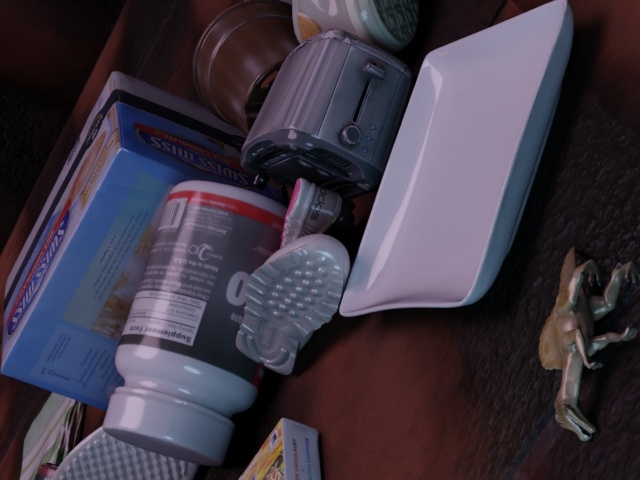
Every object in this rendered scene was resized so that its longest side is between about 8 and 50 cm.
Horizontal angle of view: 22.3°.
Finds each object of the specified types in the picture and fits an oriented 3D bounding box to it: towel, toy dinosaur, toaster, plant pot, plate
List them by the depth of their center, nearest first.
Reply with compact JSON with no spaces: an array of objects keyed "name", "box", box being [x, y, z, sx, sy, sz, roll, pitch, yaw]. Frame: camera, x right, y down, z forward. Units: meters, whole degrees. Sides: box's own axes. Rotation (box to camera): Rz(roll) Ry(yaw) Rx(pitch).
[{"name":"toy dinosaur","box":[0.181,0.048,1.147,0.092,0.053,0.183,-50,25,45]},{"name":"plate","box":[0.126,-0.059,1.438,0.278,0.045,0.277,-12,56,68]},{"name":"toaster","box":[0.006,-0.129,1.726,0.146,0.129,0.227,-68,16,-15]},{"name":"plant pot","box":[-0.050,-0.181,1.909,0.167,0.167,0.165,-62,28,14]},{"name":"towel","box":[-0.426,0.355,2.478,0.248,0.038,0.325,-54,22,35]}]

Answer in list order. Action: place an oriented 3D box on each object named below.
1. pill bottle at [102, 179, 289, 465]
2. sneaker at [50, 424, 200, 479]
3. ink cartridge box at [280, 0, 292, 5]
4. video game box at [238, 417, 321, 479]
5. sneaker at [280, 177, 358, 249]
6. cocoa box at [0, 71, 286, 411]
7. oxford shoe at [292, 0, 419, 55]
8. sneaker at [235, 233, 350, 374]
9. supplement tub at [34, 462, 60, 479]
[{"name":"pill bottle","box":[-0.128,0.092,1.771,0.161,0.161,0.283,-20,50,65]},{"name":"sneaker","box":[-0.254,0.307,1.930,0.366,0.135,0.150,-44,-1,21]},{"name":"ink cartridge box","box":[0.007,-0.399,2.101,0.203,0.086,0.148,-38,34,54]},{"name":"video game box","box":[-0.063,0.301,1.529,0.205,0.048,0.187,-57,24,28]},{"name":"sneaker","box":[0.000,0.000,1.692,0.170,0.075,0.063,100,-172,-58]},{"name":"cocoa box","box":[-0.225,0.015,2.016,0.347,0.231,0.228,-59,21,22]},{"name":"oxford shoe","box":[0.037,-0.381,1.855,0.130,0.169,0.449,-17,49,30]},{"name":"sneaker","box":[-0.021,0.044,1.626,0.095,0.090,0.235,-55,0,-32]},{"name":"supplement tub","box":[-0.347,0.395,2.105,0.106,0.106,0.198,-14,55,67]}]
